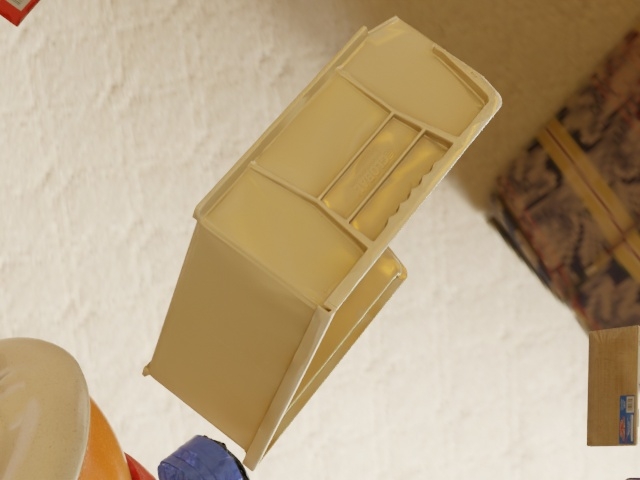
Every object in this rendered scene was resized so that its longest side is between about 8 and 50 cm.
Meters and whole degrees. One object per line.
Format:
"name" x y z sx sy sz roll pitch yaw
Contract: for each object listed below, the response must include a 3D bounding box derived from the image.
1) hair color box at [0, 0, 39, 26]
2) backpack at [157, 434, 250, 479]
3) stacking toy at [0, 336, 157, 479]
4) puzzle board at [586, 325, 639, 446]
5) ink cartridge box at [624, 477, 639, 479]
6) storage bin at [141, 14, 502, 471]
"hair color box" -0.221 -0.243 1.330 0.043 0.141 0.072 36 133 -19
"backpack" -0.119 0.271 1.725 0.101 0.098 0.120 -33 115 -29
"stacking toy" -0.196 0.344 1.470 0.350 0.351 0.480 -42 121 10
"puzzle board" 0.319 0.159 1.791 0.011 0.096 0.128 6 81 -22
"ink cartridge box" 0.091 0.131 0.437 0.175 0.371 0.069 -2 96 33
"storage bin" 0.000 0.000 1.277 0.123 0.260 0.262 36 147 8
